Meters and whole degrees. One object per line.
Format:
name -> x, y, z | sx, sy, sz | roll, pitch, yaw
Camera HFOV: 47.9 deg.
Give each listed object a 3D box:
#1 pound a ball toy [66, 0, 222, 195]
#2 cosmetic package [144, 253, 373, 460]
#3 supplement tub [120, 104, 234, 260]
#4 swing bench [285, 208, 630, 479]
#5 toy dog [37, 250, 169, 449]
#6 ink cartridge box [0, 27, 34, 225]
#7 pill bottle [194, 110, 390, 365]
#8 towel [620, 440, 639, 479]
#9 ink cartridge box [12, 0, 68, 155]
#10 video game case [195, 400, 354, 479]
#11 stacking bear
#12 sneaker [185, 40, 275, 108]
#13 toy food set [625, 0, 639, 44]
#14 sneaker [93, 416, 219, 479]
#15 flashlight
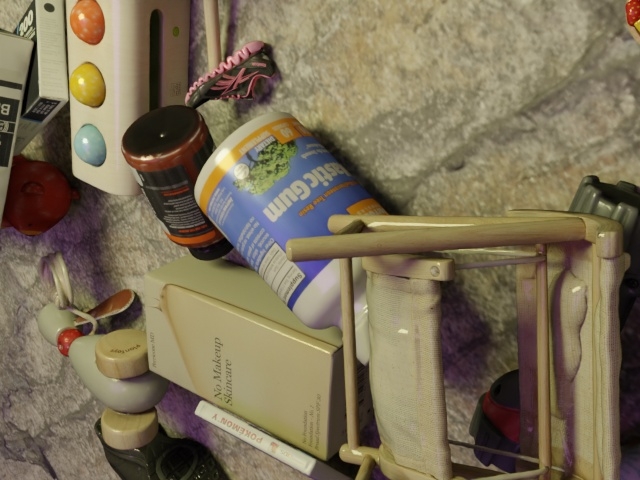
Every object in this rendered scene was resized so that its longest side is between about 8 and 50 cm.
pound a ball toy -> -0.227, -0.214, 0.903 | 0.208, 0.135, 0.319 | 24, 121, 29
cosmetic package -> -0.082, 0.138, 0.942 | 0.309, 0.113, 0.160 | 16, 117, 32
supplement tub -> -0.164, -0.063, 0.900 | 0.106, 0.106, 0.198 | 20, 146, 31
swing bench -> 0.119, 0.107, 0.612 | 0.254, 0.165, 0.253 | -1, 99, 14
toy dog -> -0.314, 0.167, 1.139 | 0.334, 0.161, 0.220 | 48, 134, 32
ink cartridge box -> -0.484, -0.133, 1.012 | 0.165, 0.065, 0.333 | 27, 107, 46
pill bottle -> 0.000, 0.000, 0.797 | 0.272, 0.152, 0.152 | 46, 129, 14
towel -> 0.440, 0.322, 0.626 | 0.320, 0.090, 0.374 | -35, 84, 38
ink cartridge box -> -0.420, -0.255, 1.034 | 0.206, 0.045, 0.208 | -24, 66, 47
video game case -> -0.045, 0.278, 0.938 | 0.183, 0.023, 0.201 | 18, 161, 32
stacking bear -> -0.535, -0.082, 1.185 | 0.289, 0.175, 0.164 | 8, 85, 25
sneaker -> -0.106, -0.185, 0.860 | 0.119, 0.047, 0.057 | -32, 102, 12
toy food set -> 0.290, -0.190, 0.584 | 0.083, 0.020, 0.083 | -41, 81, 40
sneaker -> -0.262, 0.386, 1.196 | 0.286, 0.109, 0.130 | 26, 128, 39
flashlight -> 0.232, 0.089, 0.693 | 0.103, 0.103, 0.304 | 12, 114, 0
